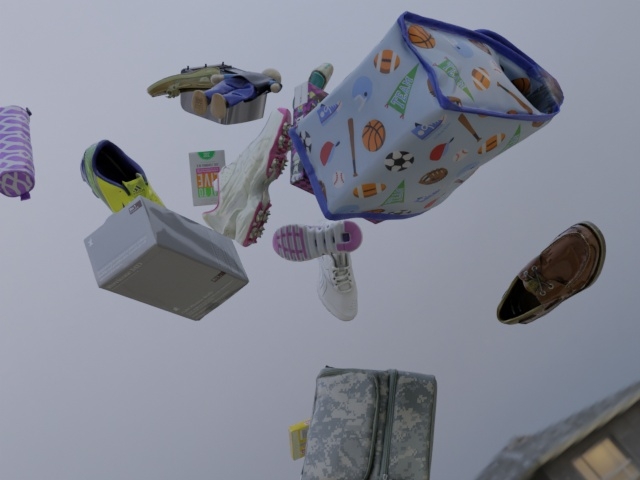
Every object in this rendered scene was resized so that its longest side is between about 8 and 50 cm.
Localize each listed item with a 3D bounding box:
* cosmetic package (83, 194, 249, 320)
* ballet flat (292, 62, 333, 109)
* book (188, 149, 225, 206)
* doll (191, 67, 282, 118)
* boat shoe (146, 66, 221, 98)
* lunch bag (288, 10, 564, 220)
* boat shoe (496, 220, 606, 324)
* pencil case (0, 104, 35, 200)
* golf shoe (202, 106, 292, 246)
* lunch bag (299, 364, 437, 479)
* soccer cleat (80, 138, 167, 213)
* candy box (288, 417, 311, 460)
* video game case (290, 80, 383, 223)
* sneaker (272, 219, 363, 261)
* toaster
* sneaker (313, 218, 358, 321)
[{"bbox_3d":[-0.237,0.033,1.454,0.127,0.107,0.238,-37,-30,19],"label":"cosmetic package"},{"bbox_3d":[-0.012,-0.341,2.088,0.052,0.057,0.168,-51,4,-33],"label":"ballet flat"},{"bbox_3d":[-0.297,-0.166,2.475,0.096,0.144,0.035,-5,2,-2],"label":"book"},{"bbox_3d":[-0.127,-0.246,1.495,0.189,0.129,0.046,-34,-49,-49],"label":"doll"},{"bbox_3d":[-0.273,-0.309,1.870,0.153,0.048,0.056,-16,1,-13],"label":"boat shoe"},{"bbox_3d":[0.197,-0.201,1.616,0.386,0.238,0.328,1,-31,-42],"label":"lunch bag"},{"bbox_3d":[0.447,0.081,1.819,0.104,0.110,0.307,-20,-28,-30],"label":"boat shoe"},{"bbox_3d":[-0.635,-0.185,1.914,0.086,0.206,0.088,-12,-36,-4],"label":"pencil case"},{"bbox_3d":[-0.153,-0.146,1.955,0.115,0.140,0.306,35,-105,-76],"label":"golf shoe"},{"bbox_3d":[0.096,0.414,1.883,0.256,0.305,0.212,7,-29,5],"label":"lunch bag"},{"bbox_3d":[-0.335,-0.065,1.723,0.093,0.289,0.121,-44,4,-34],"label":"soccer cleat"},{"bbox_3d":[0.016,0.481,2.367,0.206,0.027,0.105,-18,-51,-22],"label":"candy box"},{"bbox_3d":[0.040,-0.164,1.769,0.232,0.210,0.042,24,-33,-39],"label":"video game case"},{"bbox_3d":[0.000,0.000,2.289,0.236,0.095,0.104,-5,0,17],"label":"sneaker"},{"bbox_3d":[-0.227,-0.361,2.268,0.168,0.186,0.110,-23,-51,-52],"label":"toaster"},{"bbox_3d":[0.042,0.083,2.596,0.111,0.297,0.129,-16,-1,-14],"label":"sneaker"}]
